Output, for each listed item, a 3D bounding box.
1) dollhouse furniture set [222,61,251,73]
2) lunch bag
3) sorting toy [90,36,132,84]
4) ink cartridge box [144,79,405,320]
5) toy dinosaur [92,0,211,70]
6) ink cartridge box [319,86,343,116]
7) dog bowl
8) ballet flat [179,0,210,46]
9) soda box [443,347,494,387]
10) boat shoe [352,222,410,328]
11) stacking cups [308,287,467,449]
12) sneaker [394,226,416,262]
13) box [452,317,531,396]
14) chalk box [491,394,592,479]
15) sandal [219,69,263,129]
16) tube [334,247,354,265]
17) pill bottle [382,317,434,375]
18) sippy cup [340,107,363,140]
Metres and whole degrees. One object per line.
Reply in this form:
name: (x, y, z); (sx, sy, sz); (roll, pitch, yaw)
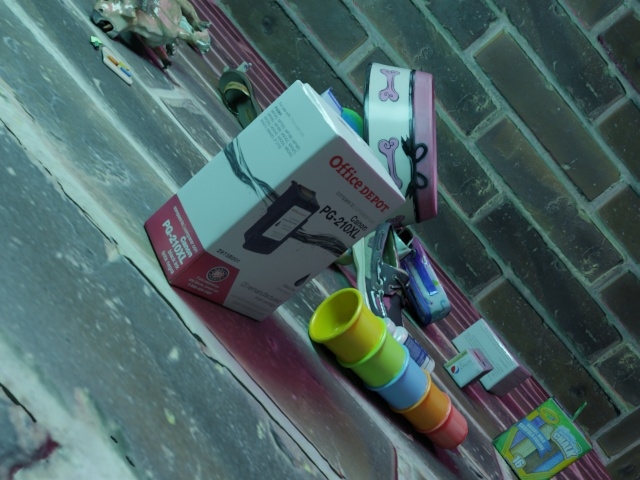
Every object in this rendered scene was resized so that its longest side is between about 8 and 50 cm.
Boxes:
dollhouse furniture set: (-0.216, -0.480, 1.945); (0.114, 0.081, 0.091); (40, 15, -42)
lunch bag: (0.259, 0.107, 1.722); (0.176, 0.090, 0.219); (77, -11, -73)
sorting toy: (-0.332, -0.289, 1.045); (0.083, 0.012, 0.062); (42, 14, -36)
ink cartridge box: (-0.046, -0.034, 0.742); (0.172, 0.237, 0.100); (34, 19, -53)
toy dinosaur: (-0.315, -0.449, 1.261); (0.200, 0.127, 0.296); (53, 17, -33)
ink cartridge box: (-0.052, -0.195, 1.257); (0.065, 0.185, 0.311); (50, 21, -15)
dog bowl: (0.200, -0.222, 1.570); (0.408, 0.150, 0.408); (-1, 90, -79)
ballet flat: (-0.371, -0.604, 1.797); (0.067, 0.073, 0.206); (6, 39, -54)
soda box: (0.379, 0.320, 1.663); (0.069, 0.074, 0.216); (54, 12, 20)
boat shoe: (0.129, 0.081, 1.296); (0.103, 0.092, 0.285); (41, 31, -44)
stacking cups: (0.115, 0.201, 0.990); (0.316, 0.096, 0.096); (46, 12, -28)
sneaker: (0.176, 0.035, 1.609); (0.094, 0.151, 0.256); (49, 10, 4)
box: (0.511, 0.352, 1.960); (0.182, 0.119, 0.181); (34, 19, -56)
chalk box: (0.510, 0.432, 1.451); (0.132, 0.213, 0.132); (54, 12, 21)
sandal: (-0.203, -0.340, 1.595); (0.060, 0.090, 0.219); (7, 47, -42)
tube: (0.000, 0.000, 1.293); (0.070, 0.062, 0.240); (23, 0, 29)
pill bottle: (0.141, 0.195, 1.163); (0.120, 0.067, 0.067); (48, 11, -12)
sippy cup: (0.043, -0.181, 1.672); (0.224, 0.240, 0.305); (52, 49, -54)
